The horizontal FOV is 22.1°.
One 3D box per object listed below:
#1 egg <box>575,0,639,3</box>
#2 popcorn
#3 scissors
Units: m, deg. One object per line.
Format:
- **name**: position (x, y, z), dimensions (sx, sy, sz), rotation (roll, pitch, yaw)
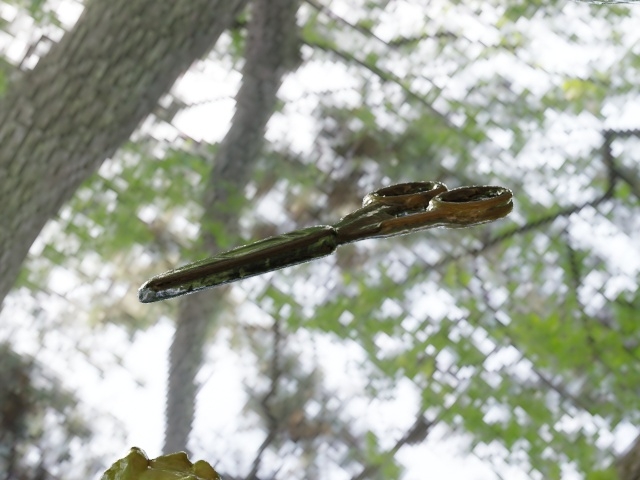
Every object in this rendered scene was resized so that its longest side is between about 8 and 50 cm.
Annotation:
- **egg**: position (0.107, -0.165, 0.446), dimensions (0.201, 0.337, 0.337), rotation (58, -153, -12)
- **popcorn**: position (-0.140, 0.266, 1.471), dimensions (0.142, 0.173, 0.173), rotation (30, -151, -26)
- **scissors**: position (0.000, 0.000, 0.797), dimensions (0.220, 0.017, 0.088), rotation (-17, -163, -42)
